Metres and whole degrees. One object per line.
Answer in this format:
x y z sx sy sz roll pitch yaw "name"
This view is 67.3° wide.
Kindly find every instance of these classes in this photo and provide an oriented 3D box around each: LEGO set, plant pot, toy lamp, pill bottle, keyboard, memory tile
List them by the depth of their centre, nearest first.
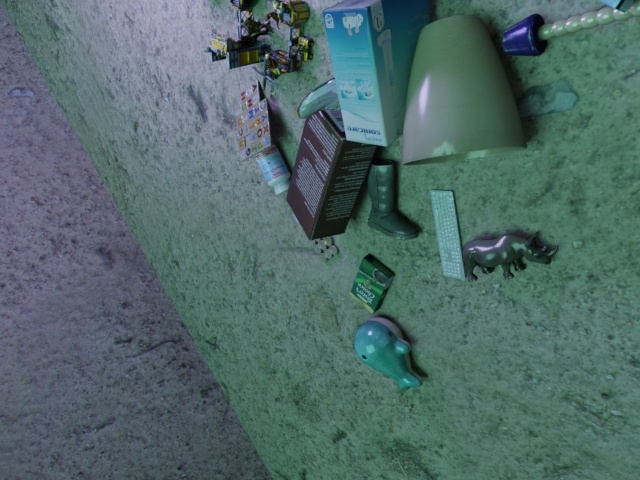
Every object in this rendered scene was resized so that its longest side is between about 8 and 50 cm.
0.467 -0.391 0.866 0.274 0.080 0.080 4 117 48 "toy lamp"
0.285 -0.312 1.014 0.256 0.256 0.274 -3 96 49 "plant pot"
0.344 -0.014 1.299 0.072 0.014 0.256 7 118 46 "keyboard"
-0.200 -0.595 1.384 0.331 0.192 0.255 39 138 25 "LEGO set"
-0.157 -0.242 1.650 0.087 0.087 0.160 -20 99 52 "pill bottle"
0.000 0.000 1.692 0.148 0.012 0.113 57 142 5 "memory tile"

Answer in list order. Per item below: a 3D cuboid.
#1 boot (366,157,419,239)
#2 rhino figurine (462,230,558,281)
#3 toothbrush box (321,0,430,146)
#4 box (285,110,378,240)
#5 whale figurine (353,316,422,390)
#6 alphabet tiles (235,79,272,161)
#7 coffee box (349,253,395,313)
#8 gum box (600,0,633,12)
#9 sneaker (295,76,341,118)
0.200 -0.119 1.356 0.189 0.076 0.209 22 122 36 "boot"
0.451 0.035 1.164 0.243 0.073 0.106 -13 106 49 "rhino figurine"
0.144 -0.394 1.078 0.126 0.216 0.296 19 137 40 "toothbrush box"
0.026 -0.201 1.396 0.191 0.143 0.381 59 146 32 "box"
0.217 0.392 1.599 0.272 0.141 0.216 56 142 4 "whale figurine"
-0.230 -0.405 1.618 0.198 0.009 0.237 -13 82 51 "alphabet tiles"
0.167 0.144 1.576 0.113 0.040 0.184 40 138 23 "coffee box"
0.464 -0.486 0.776 0.184 0.041 0.157 54 134 34 "gum box"
0.066 -0.358 1.212 0.121 0.262 0.099 61 178 -15 "sneaker"
